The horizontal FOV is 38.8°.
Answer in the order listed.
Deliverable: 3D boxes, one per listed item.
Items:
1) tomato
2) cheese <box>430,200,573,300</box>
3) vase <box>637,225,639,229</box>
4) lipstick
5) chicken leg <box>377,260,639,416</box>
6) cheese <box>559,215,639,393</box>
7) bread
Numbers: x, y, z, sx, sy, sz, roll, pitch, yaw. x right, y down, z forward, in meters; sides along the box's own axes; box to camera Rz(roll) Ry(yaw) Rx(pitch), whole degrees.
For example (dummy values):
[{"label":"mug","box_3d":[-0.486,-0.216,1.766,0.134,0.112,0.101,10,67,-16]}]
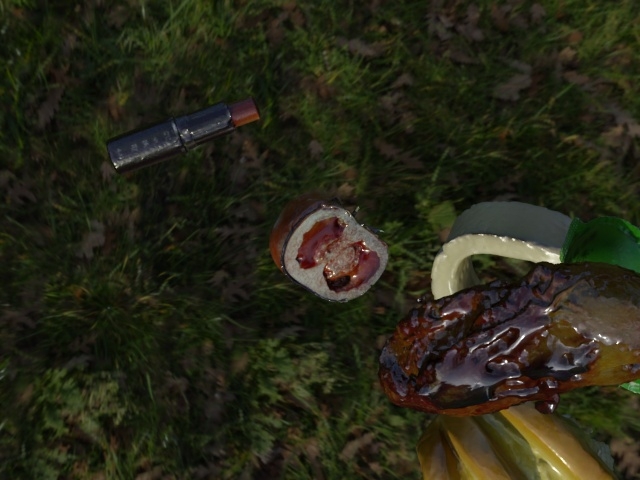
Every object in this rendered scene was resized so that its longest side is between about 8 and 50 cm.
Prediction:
[{"label":"tomato","box_3d":[0.000,0.000,1.688,0.181,0.155,0.214,-48,124,-1]},{"label":"cheese","box_3d":[0.418,0.073,1.957,0.153,0.332,0.292,-52,141,-48]},{"label":"vase","box_3d":[0.528,0.016,1.314,0.165,0.360,0.165,5,65,-11]},{"label":"lipstick","box_3d":[-0.258,-0.205,1.723,0.300,0.081,0.081,-20,91,-2]},{"label":"chicken leg","box_3d":[0.200,0.090,0.727,0.177,0.322,0.083,44,35,-42]},{"label":"cheese","box_3d":[0.350,0.102,0.983,0.083,0.204,0.320,-13,47,-18]},{"label":"bread","box_3d":[0.273,0.336,1.215,0.270,0.211,0.315,-48,118,-16]}]
